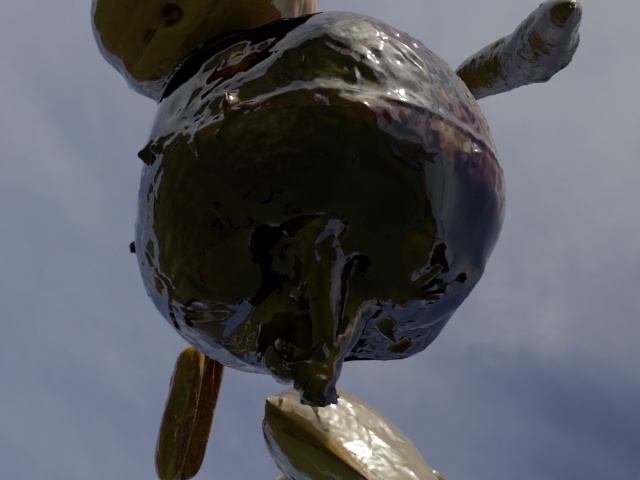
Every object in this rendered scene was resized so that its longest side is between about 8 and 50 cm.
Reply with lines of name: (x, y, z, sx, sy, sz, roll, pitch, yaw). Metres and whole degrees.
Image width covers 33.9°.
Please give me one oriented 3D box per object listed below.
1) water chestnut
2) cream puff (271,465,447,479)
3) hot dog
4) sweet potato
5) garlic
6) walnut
water chestnut: (0.000, 0.000, 0.887, 0.335, 0.335, 0.347, -39, -137, 27)
cream puff: (0.064, 0.413, 1.586, 0.274, 0.323, 0.270, -31, -96, 0)
hot dog: (-0.195, 0.246, 1.554, 0.062, 0.092, 0.235, 18, -84, 34)
sweet potato: (0.300, -0.268, 1.498, 0.341, 0.114, 0.092, 151, -74, -66)
garlic: (0.061, 0.329, 1.392, 0.338, 0.196, 0.151, 40, -82, 30)
walnut: (-0.110, -0.221, 1.000, 0.222, 0.195, 0.195, -39, -108, 20)
